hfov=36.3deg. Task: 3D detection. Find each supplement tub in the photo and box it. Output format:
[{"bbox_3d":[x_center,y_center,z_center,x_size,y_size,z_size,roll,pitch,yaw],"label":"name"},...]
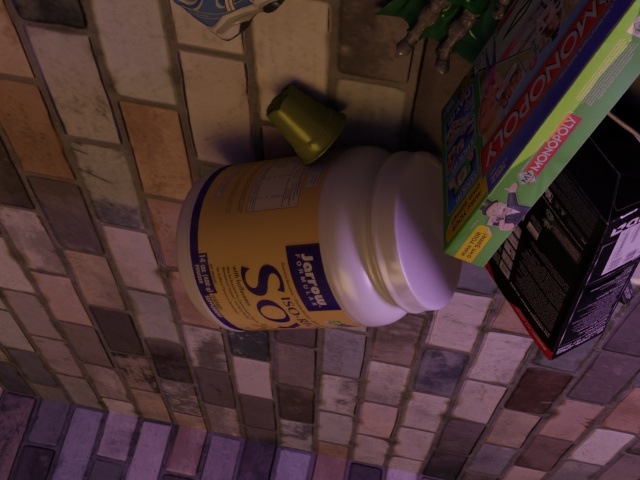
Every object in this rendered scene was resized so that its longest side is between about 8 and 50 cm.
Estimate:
[{"bbox_3d":[0.000,0.000,1.317,0.331,0.241,0.241,-5,148,32],"label":"supplement tub"}]

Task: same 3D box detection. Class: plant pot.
[{"bbox_3d":[-0.024,-0.153,1.227,0.079,0.083,0.083,40,144,-20],"label":"plant pot"}]

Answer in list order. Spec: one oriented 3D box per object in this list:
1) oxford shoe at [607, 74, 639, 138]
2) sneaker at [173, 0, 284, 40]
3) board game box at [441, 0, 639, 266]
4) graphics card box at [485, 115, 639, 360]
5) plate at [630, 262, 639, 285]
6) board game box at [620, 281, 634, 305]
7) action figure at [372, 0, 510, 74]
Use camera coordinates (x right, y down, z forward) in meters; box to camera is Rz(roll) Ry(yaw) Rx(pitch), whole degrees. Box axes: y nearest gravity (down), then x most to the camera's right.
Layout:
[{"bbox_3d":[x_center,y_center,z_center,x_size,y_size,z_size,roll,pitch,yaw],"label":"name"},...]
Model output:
[{"bbox_3d":[0.415,-0.092,0.934,0.397,0.146,0.140,27,130,10],"label":"oxford shoe"},{"bbox_3d":[-0.082,-0.275,1.001,0.081,0.080,0.211,24,150,-27],"label":"sneaker"},{"bbox_3d":[0.201,-0.154,0.868,0.046,0.213,0.317,20,133,-12],"label":"board game box"},{"bbox_3d":[0.269,-0.034,1.148,0.094,0.232,0.371,-25,153,-9],"label":"graphics card box"},{"bbox_3d":[0.491,-0.003,1.313,0.277,0.045,0.278,0,150,25],"label":"plate"},{"bbox_3d":[0.365,0.014,1.357,0.126,0.026,0.186,32,168,36],"label":"board game box"},{"bbox_3d":[0.151,-0.256,0.964,0.137,0.063,0.232,21,149,-9],"label":"action figure"}]
